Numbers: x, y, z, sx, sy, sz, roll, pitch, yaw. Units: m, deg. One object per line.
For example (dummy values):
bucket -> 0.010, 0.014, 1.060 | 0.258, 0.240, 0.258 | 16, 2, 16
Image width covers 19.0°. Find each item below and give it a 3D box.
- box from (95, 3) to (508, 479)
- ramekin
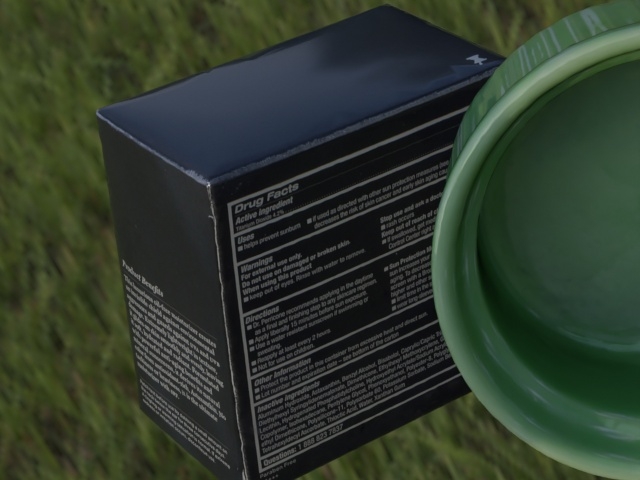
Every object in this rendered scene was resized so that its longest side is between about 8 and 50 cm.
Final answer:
box -> 0.000, 0.000, 1.562 | 0.296, 0.294, 0.183 | -23, 36, -28
ramekin -> 0.218, -0.011, 1.227 | 0.303, 0.303, 0.148 | -21, 19, 8
